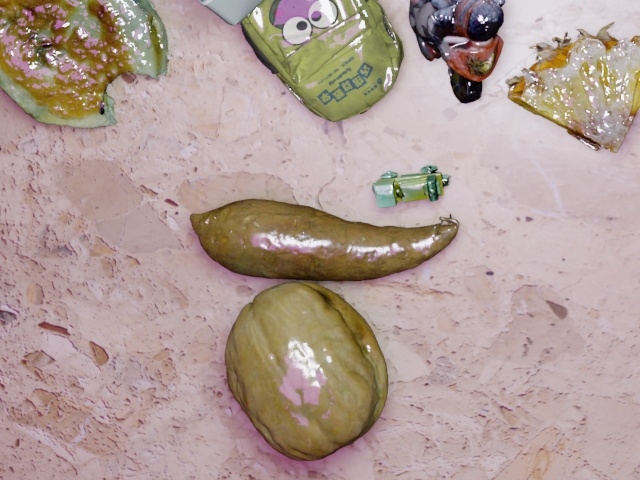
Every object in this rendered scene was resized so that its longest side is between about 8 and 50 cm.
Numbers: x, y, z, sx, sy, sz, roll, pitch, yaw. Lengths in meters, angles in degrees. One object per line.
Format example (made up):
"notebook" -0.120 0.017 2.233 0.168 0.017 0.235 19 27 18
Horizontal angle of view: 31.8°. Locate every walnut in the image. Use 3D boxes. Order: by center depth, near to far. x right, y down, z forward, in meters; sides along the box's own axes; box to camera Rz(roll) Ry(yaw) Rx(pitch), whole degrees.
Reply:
"walnut" -0.028 0.203 1.748 0.282 0.227 0.283 3 102 16

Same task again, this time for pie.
"pie" -0.394 -0.317 1.767 0.302 0.067 0.303 1 115 1

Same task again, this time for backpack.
"backpack" 0.009 -0.309 1.695 0.207 0.140 0.253 -33 101 16

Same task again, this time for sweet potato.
"sweet potato" 0.002 0.005 1.759 0.422 0.130 0.131 4 101 7

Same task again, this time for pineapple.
"pineapple" 0.395 -0.218 1.646 0.236 0.114 0.186 -12 98 10

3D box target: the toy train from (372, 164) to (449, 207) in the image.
"toy train" 0.138 -0.084 1.738 0.122 0.081 0.050 -7 105 13

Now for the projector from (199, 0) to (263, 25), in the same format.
"projector" -0.134 -0.464 1.644 0.192 0.099 0.257 -41 52 17

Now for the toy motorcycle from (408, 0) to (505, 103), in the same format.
"toy motorcycle" 0.177 -0.395 1.610 0.134 0.207 0.401 -17 96 -8
